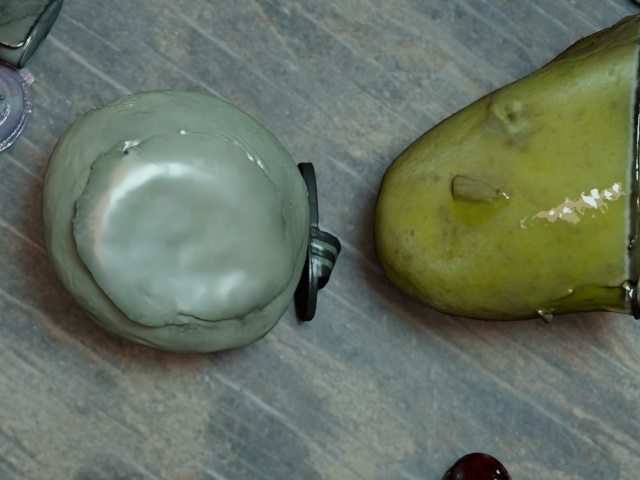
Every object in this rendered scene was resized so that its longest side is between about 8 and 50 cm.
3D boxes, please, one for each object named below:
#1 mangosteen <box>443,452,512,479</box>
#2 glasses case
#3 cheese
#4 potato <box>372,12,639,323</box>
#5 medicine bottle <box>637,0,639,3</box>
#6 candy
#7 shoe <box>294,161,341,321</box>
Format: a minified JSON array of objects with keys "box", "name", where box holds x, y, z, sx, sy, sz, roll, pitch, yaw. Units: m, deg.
[{"box":[0.172,0.274,1.254,0.081,0.081,0.081,2,79,-10],"name":"mangosteen"},{"box":[-0.438,-0.296,1.250,0.299,0.060,0.114,25,55,-5],"name":"glasses case"},{"box":[-0.385,-0.122,1.239,0.105,0.042,0.191,36,74,-2],"name":"cheese"},{"box":[0.218,-0.089,1.259,0.295,0.290,0.397,1,56,17],"name":"potato"},{"box":[0.503,-0.431,1.429,0.179,0.124,0.324,18,78,-8],"name":"medicine bottle"},{"box":[-0.150,-0.020,1.194,0.295,0.185,0.296,2,86,-25],"name":"candy"},{"box":[0.000,0.000,1.278,0.049,0.071,0.179,2,75,-14],"name":"shoe"}]
